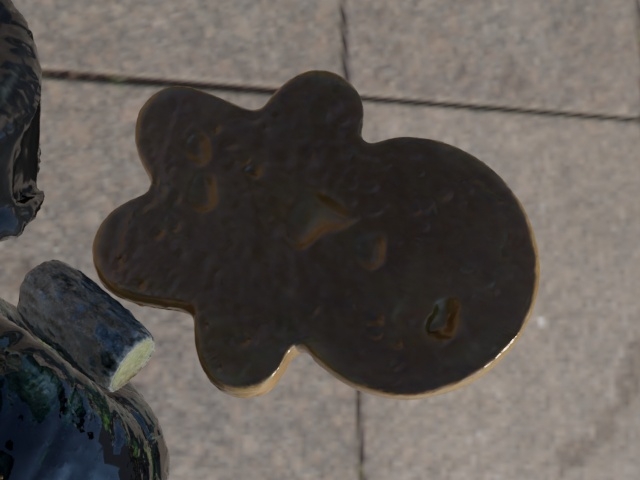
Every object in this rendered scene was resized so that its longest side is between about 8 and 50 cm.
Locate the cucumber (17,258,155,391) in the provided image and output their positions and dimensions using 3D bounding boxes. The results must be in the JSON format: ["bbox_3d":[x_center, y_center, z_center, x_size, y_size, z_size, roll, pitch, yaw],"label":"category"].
[{"bbox_3d":[-0.172,0.062,1.163,0.064,0.112,0.064,-35,143,-32],"label":"cucumber"}]

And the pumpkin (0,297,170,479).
[{"bbox_3d":[-0.286,0.184,1.350,0.315,0.315,0.238,33,87,-36],"label":"pumpkin"}]

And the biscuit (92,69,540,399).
[{"bbox_3d":[0.000,0.001,1.257,0.052,0.354,0.275,77,27,-77],"label":"biscuit"}]

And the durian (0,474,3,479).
[{"bbox_3d":[-0.243,0.186,1.071,0.140,0.110,0.071,39,73,-19],"label":"durian"}]

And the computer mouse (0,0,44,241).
[{"bbox_3d":[-0.234,-0.091,0.598,0.295,0.087,0.168,35,27,-10],"label":"computer mouse"}]
